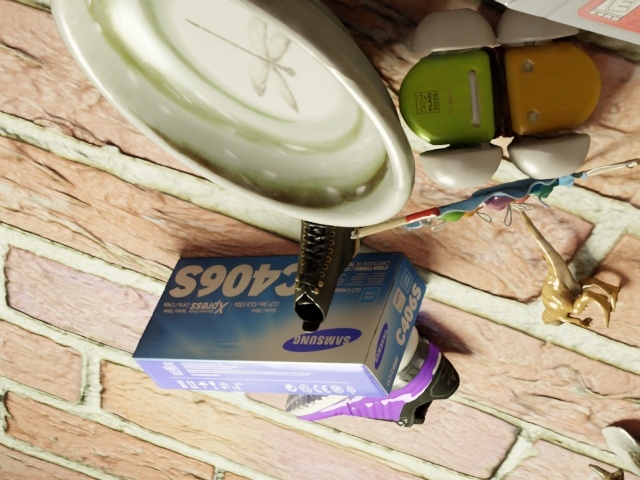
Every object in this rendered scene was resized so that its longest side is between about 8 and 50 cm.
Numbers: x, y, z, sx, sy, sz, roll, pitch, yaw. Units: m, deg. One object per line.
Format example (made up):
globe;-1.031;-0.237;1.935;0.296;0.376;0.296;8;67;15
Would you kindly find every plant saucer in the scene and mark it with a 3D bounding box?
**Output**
plant saucer;-0.071;-0.169;1.380;0.400;0.100;0.400;26;158;12

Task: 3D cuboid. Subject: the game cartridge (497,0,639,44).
game cartridge;0.292;-0.213;1.074;0.294;0.060;0.196;9;153;-28

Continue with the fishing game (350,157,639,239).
fishing game;0.167;-0.032;1.373;0.189;0.264;0.041;-14;90;56

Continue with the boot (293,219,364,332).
boot;0.000;0.000;1.601;0.076;0.137;0.198;8;145;21

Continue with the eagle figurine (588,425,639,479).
eagle figurine;0.505;0.329;1.798;0.298;0.225;0.226;-15;-174;3

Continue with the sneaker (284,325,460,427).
sneaker;0.073;0.206;1.905;0.146;0.102;0.293;35;146;-22

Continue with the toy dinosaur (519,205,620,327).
toy dinosaur;0.273;0.054;1.589;0.112;0.064;0.211;11;147;19

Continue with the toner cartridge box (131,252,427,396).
toner cartridge box;-0.055;0.103;1.766;0.347;0.165;0.075;-2;141;33

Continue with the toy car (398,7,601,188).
toy car;0.158;-0.136;1.302;0.182;0.159;0.136;-7;-170;-3
